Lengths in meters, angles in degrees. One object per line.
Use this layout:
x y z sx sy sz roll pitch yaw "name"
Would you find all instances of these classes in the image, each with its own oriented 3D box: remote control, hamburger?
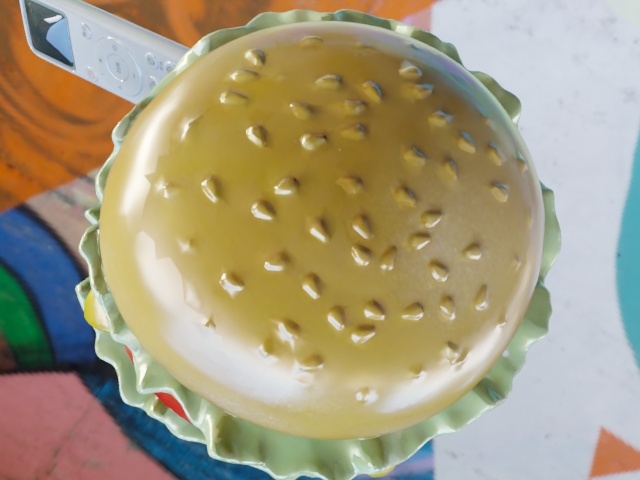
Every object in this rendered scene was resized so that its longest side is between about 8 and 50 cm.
-0.134 -0.126 0.821 0.261 0.067 0.029 27 -132 26 "remote control"
0.000 0.000 0.621 0.274 0.212 0.274 3 -104 -12 "hamburger"
